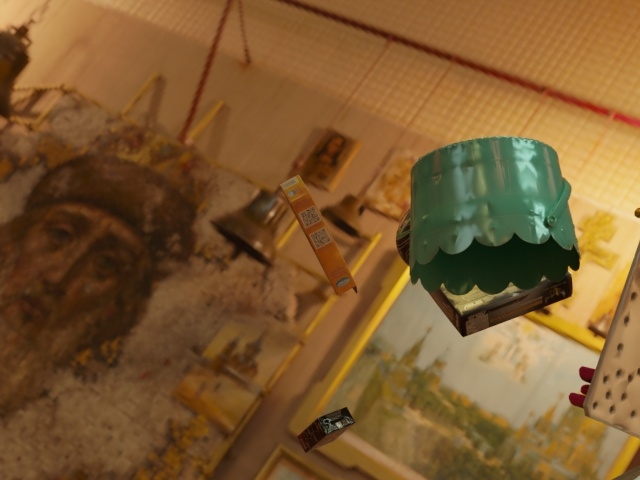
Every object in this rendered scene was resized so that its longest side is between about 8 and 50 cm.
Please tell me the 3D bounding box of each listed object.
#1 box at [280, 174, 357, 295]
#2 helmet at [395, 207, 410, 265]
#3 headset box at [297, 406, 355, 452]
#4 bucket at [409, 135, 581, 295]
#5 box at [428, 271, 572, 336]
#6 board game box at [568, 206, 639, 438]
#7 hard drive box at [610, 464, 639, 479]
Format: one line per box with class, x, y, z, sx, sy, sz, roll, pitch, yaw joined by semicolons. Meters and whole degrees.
box;0.000;0.000;1.160;0.081;0.028;0.136;-121;-174;-70
helmet;0.238;-0.006;2.205;0.169;0.161;0.169;36;5;-4
headset box;0.007;0.303;1.673;0.032;0.062;0.083;62;-40;18
bucket;0.268;-0.035;1.668;0.281;0.183;0.281;-2;-18;-1
box;0.329;0.075;1.991;0.183;0.231;0.056;-125;-160;-53
board game box;0.586;0.141;1.706;0.390;0.390;0.050;25;-8;-37
hard drive box;0.419;0.365;1.202;0.232;0.181;0.089;47;25;-17
